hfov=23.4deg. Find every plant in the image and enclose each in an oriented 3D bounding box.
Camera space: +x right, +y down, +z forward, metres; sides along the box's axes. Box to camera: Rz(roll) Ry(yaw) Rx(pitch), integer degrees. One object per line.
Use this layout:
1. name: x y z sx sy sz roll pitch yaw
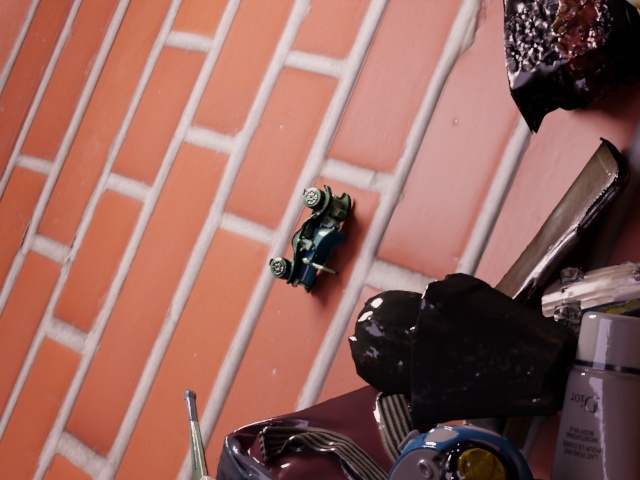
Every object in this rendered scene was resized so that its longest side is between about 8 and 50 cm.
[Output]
1. plant: 0.160 0.126 1.747 0.256 0.142 0.164 11 103 21

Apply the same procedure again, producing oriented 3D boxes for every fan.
1. fan: -0.190 0.306 2.325 0.038 0.016 0.193 -44 41 33

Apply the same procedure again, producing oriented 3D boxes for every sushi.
1. sushi: 0.311 -0.238 1.859 0.150 0.153 0.172 -16 34 27

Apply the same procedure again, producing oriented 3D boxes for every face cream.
1. face cream: 0.302 0.235 1.665 0.143 0.089 0.314 5 87 54

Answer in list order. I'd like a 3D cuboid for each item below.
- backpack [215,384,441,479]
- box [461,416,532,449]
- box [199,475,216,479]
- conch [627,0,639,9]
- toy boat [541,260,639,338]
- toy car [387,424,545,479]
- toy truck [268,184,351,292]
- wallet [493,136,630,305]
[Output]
1. backpack: 0.063 0.314 1.773 0.317 0.283 0.197 47 142 39
2. box: 0.213 0.198 1.830 0.083 0.035 0.079 12 81 54
3. box: -0.080 0.409 1.907 0.168 0.259 0.071 -50 27 22
4. conch: 0.412 -0.342 1.778 0.149 0.182 0.275 111 174 -45
5. toy boat: 0.336 0.057 1.727 0.210 0.066 0.084 -17 45 40
6. toy car: 0.202 0.317 1.592 0.314 0.166 0.198 53 143 18
7. toy truck: -0.001 0.001 2.200 0.078 0.080 0.154 28 95 34
8. wallet: 0.274 0.002 1.822 0.255 0.031 0.137 -55 9 19
